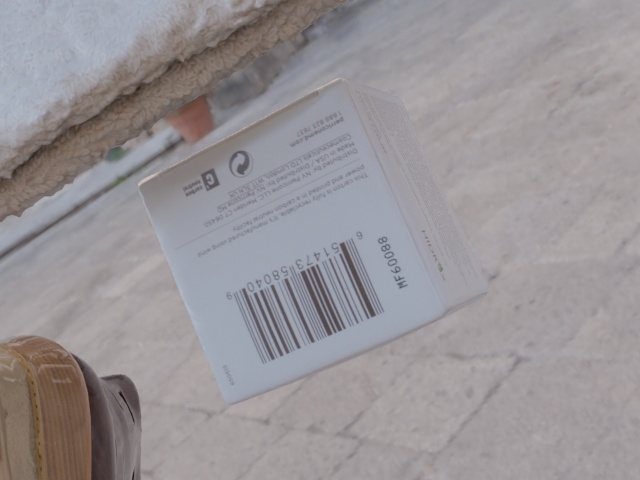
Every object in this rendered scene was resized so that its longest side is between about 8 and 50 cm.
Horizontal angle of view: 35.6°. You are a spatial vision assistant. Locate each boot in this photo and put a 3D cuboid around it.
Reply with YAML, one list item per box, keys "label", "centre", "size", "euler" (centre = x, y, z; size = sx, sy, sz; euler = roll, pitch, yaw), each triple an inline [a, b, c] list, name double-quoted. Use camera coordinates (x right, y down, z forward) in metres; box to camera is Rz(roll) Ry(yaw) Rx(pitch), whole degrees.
- label: "boot"
  centre: [-0.118, 0.172, 0.470]
  size: [0.090, 0.248, 0.207]
  euler: [-8, -15, 7]

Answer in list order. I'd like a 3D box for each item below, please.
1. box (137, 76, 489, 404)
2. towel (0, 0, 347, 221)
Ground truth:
- label: "box"
  centre: [0.000, 0.000, 0.418]
  size: [0.101, 0.102, 0.087]
  euler: [-25, -7, 19]
- label: "towel"
  centre: [-0.058, -0.144, 0.383]
  size: [0.282, 0.187, 0.049]
  euler: [-29, -23, 12]
